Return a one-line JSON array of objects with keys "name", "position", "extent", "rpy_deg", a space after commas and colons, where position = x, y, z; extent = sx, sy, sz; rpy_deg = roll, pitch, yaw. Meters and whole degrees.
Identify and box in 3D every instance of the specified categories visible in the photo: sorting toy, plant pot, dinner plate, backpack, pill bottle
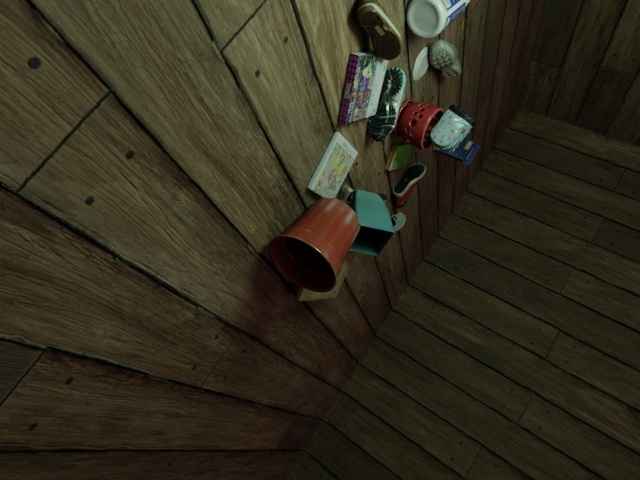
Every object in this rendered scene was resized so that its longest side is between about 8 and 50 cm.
[{"name": "sorting toy", "position": [0.009, 0.119, 1.872], "extent": [0.255, 0.089, 0.257], "rpy_deg": [4, 114, -52]}, {"name": "plant pot", "position": [0.419, -0.511, 1.923], "extent": [0.191, 0.174, 0.191], "rpy_deg": [-44, 151, -33]}, {"name": "dinner plate", "position": [0.440, -0.758, 1.896], "extent": [0.141, 0.017, 0.141], "rpy_deg": [-42, 148, -33]}, {"name": "backpack", "position": [0.549, -0.470, 1.864], "extent": [0.182, 0.152, 0.115], "rpy_deg": [-53, 151, 16]}, {"name": "plant pot", "position": [0.190, -0.089, 1.842], "extent": [0.165, 0.165, 0.234], "rpy_deg": [119, -23, -48]}, {"name": "plant pot", "position": [0.000, 0.000, 1.591], "extent": [0.265, 0.272, 0.272], "rpy_deg": [-53, 155, -35]}, {"name": "pill bottle", "position": [0.445, -0.870, 1.623], "extent": [0.265, 0.153, 0.153], "rpy_deg": [-46, 151, -29]}]

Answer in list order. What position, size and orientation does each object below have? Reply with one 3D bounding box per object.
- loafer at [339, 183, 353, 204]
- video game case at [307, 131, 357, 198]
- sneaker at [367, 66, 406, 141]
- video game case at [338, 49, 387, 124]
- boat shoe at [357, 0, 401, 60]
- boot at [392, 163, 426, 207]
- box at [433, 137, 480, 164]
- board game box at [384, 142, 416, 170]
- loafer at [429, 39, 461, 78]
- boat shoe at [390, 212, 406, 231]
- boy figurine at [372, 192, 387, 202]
[{"name": "loafer", "position": [0.104, -0.164, 1.836], "extent": [0.056, 0.050, 0.148], "rpy_deg": [-37, 146, -41]}, {"name": "video game case", "position": [0.050, -0.268, 1.655], "extent": [0.227, 0.026, 0.206], "rpy_deg": [-62, 155, 3]}, {"name": "sneaker", "position": [0.280, -0.525, 1.727], "extent": [0.122, 0.110, 0.283], "rpy_deg": [-23, 136, -58]}, {"name": "video game case", "position": [0.153, -0.542, 1.544], "extent": [0.210, 0.041, 0.232], "rpy_deg": [-33, 143, -46]}, {"name": "boat shoe", "position": [0.192, -0.684, 1.399], "extent": [0.257, 0.095, 0.095], "rpy_deg": [28, 52, -61]}, {"name": "boot", "position": [0.481, -0.292, 2.383], "extent": [0.244, 0.088, 0.176], "rpy_deg": [-46, 153, -13]}, {"name": "box", "position": [0.784, -0.537, 2.528], "extent": [0.136, 0.225, 0.036], "rpy_deg": [-59, 155, -5]}, {"name": "board game box", "position": [0.403, -0.417, 2.158], "extent": [0.259, 0.039, 0.124], "rpy_deg": [-20, 134, -51]}, {"name": "loafer", "position": [0.551, -0.821, 1.954], "extent": [0.319, 0.112, 0.112], "rpy_deg": [1, 79, -64]}, {"name": "boat shoe", "position": [0.407, -0.096, 2.450], "extent": [0.227, 0.079, 0.081], "rpy_deg": [-41, 153, -30]}, {"name": "boy figurine", "position": [0.272, -0.106, 2.143], "extent": [0.285, 0.092, 0.177], "rpy_deg": [77, 24, -60]}]
